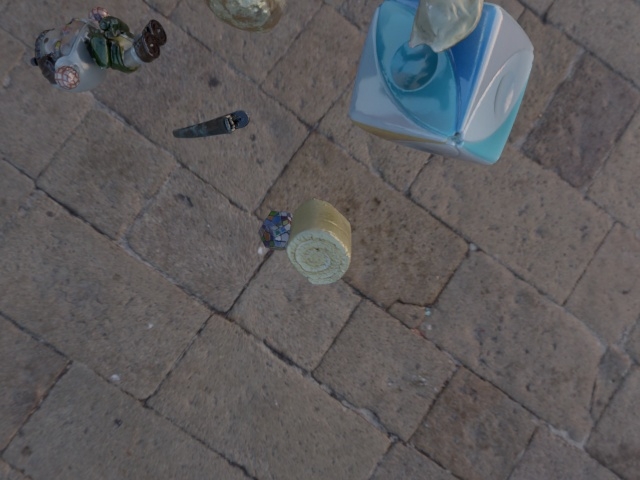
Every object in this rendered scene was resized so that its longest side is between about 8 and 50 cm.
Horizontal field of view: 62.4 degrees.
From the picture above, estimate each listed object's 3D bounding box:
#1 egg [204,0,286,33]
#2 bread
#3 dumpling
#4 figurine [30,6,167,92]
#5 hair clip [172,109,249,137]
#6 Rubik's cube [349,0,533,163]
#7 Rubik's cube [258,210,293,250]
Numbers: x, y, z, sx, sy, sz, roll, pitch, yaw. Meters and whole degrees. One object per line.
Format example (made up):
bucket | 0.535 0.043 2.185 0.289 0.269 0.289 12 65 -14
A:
egg | -0.190 -0.620 1.280 0.203 0.203 0.245 -49 117 -9
bread | 0.000 0.000 1.180 0.134 0.141 0.148 -22 121 17
dumpling | 0.268 -0.475 1.103 0.136 0.118 0.199 37 98 21
figurine | -0.568 -0.477 1.344 0.369 0.167 0.281 -4 57 20
hair clip | -0.262 -0.249 1.169 0.070 0.229 0.039 -43 124 -45
Rubik's cube | 0.319 -0.410 1.395 0.347 0.352 0.352 21 97 33
Rubik's cube | -0.102 -0.023 1.338 0.111 0.093 0.111 -7 114 -17
